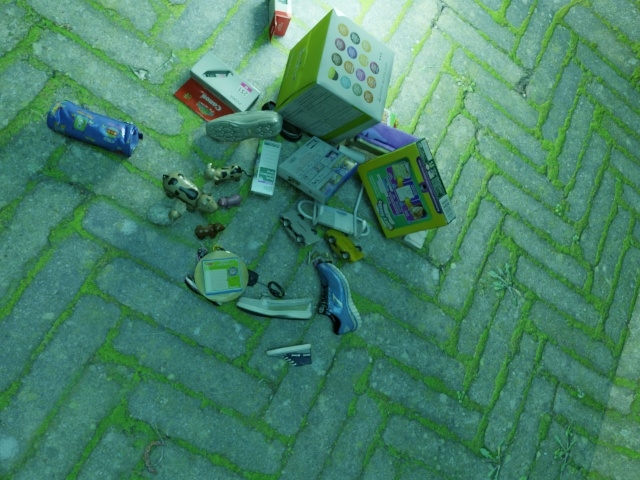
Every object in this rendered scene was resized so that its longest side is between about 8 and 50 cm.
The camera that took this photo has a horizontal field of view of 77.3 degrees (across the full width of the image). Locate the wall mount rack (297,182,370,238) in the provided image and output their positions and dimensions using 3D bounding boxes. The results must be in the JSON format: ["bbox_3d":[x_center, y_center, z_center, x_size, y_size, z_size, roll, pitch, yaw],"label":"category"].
[{"bbox_3d":[0.085,-0.166,1.767,0.350,0.130,0.304,18,46,-16],"label":"wall mount rack"}]

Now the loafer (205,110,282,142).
[{"bbox_3d":[-0.314,-0.480,1.662,0.320,0.112,0.111,-1,46,4],"label":"loafer"}]

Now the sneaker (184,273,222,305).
[{"bbox_3d":[-0.448,0.183,1.574,0.178,0.072,0.077,40,60,-17],"label":"sneaker"}]

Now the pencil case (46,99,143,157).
[{"bbox_3d":[-0.839,-0.421,1.500,0.306,0.119,0.133,18,101,-15],"label":"pencil case"}]

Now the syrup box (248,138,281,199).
[{"bbox_3d":[-0.235,-0.298,1.692,0.093,0.096,0.236,11,78,-15],"label":"syrup box"}]

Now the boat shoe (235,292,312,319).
[{"bbox_3d":[-0.182,0.260,1.620,0.321,0.118,0.103,11,73,-20],"label":"boat shoe"}]

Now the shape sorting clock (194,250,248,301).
[{"bbox_3d":[-0.386,0.140,1.564,0.206,0.040,0.206,6,73,-21],"label":"shape sorting clock"}]

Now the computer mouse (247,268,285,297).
[{"bbox_3d":[-0.252,0.174,1.645,0.242,0.041,0.071,26,74,-13],"label":"computer mouse"}]

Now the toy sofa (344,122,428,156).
[{"bbox_3d":[0.311,-0.457,1.838,0.363,0.177,0.150,18,90,-14],"label":"toy sofa"}]

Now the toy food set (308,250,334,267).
[{"bbox_3d":[0.001,0.086,1.753,0.122,0.019,0.077,10,79,-24],"label":"toy food set"}]

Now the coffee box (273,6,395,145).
[{"bbox_3d":[0.053,-0.656,1.672,0.334,0.338,0.337,20,74,-31],"label":"coffee box"}]

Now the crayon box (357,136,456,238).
[{"bbox_3d":[0.363,-0.212,1.726,0.106,0.313,0.362,-33,103,-42],"label":"crayon box"}]

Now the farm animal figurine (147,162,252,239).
[{"bbox_3d":[-0.464,-0.182,1.559,0.327,0.172,0.330,19,76,-14],"label":"farm animal figurine"}]

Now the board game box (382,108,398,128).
[{"bbox_3d":[0.257,-0.597,1.932,0.260,0.039,0.124,22,77,-16],"label":"board game box"}]

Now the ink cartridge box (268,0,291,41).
[{"bbox_3d":[-0.183,-1.025,1.798,0.078,0.134,0.230,0,82,-19],"label":"ink cartridge box"}]

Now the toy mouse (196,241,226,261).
[{"bbox_3d":[-0.446,0.079,1.600,0.161,0.031,0.143,37,72,-9],"label":"toy mouse"}]

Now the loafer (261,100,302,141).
[{"bbox_3d":[-0.168,-0.525,1.756,0.220,0.078,0.080,41,72,-8],"label":"loafer"}]

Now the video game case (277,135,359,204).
[{"bbox_3d":[-0.007,-0.305,1.708,0.244,0.061,0.269,33,55,13],"label":"video game case"}]

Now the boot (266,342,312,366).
[{"bbox_3d":[-0.123,0.474,1.625,0.190,0.069,0.086,-3,80,-20],"label":"boot"}]

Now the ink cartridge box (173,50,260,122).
[{"bbox_3d":[-0.437,-0.624,1.696,0.275,0.060,0.238,37,71,-10],"label":"ink cartridge box"}]

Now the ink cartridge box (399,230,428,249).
[{"bbox_3d":[0.447,-0.036,1.895,0.099,0.056,0.135,29,74,-12],"label":"ink cartridge box"}]

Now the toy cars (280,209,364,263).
[{"bbox_3d":[0.000,0.000,1.726,0.394,0.087,0.176,21,41,-12],"label":"toy cars"}]

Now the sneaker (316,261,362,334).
[{"bbox_3d":[0.052,0.247,1.687,0.147,0.130,0.329,-22,89,-22],"label":"sneaker"}]

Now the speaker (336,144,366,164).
[{"bbox_3d":[0.138,-0.397,1.850,0.136,0.055,0.055,16,77,-16],"label":"speaker"}]
